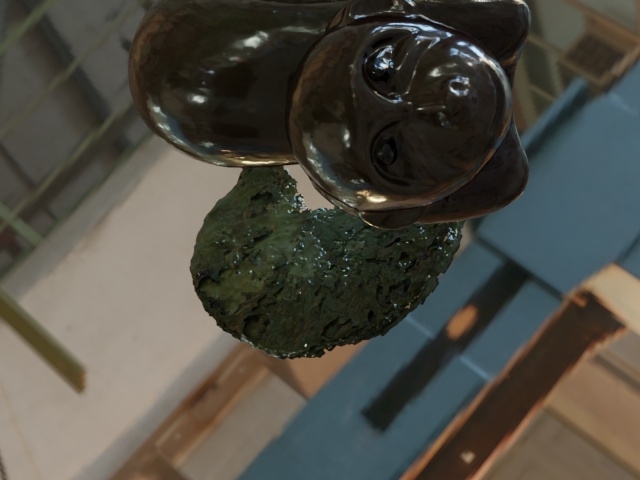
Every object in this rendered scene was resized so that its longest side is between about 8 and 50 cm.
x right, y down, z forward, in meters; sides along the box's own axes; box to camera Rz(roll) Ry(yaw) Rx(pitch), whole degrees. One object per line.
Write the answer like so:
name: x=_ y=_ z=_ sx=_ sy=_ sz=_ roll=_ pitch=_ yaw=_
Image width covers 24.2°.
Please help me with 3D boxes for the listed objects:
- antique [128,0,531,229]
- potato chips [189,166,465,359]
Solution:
antique: x=0.002 y=-0.081 z=0.761 sx=0.143 sy=0.257 sz=0.121 roll=-18 pitch=-60 yaw=-32
potato chips: x=-0.002 y=-0.003 z=1.048 sx=0.202 sy=0.220 sz=0.029 roll=-54 pitch=-44 yaw=-26
